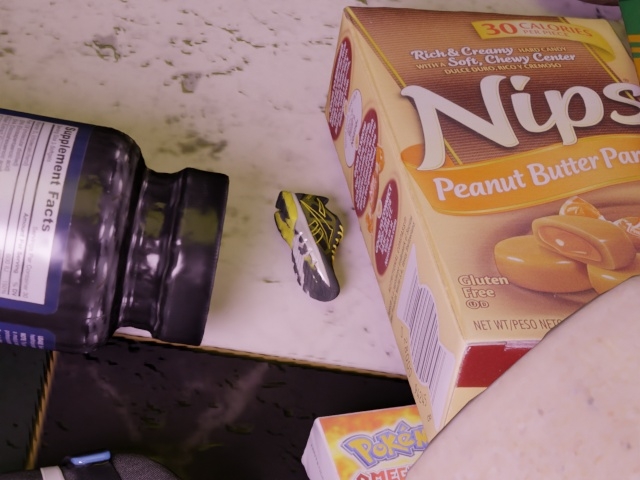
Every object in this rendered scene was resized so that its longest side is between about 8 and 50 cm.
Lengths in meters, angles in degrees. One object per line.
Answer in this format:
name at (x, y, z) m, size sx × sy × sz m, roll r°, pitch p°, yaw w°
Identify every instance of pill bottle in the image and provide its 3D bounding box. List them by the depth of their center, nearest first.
pill bottle at (-0.163, -0.007, 0.768) m, size 0.219 × 0.123 × 0.123 m, roll 10°, pitch 48°, yaw -6°

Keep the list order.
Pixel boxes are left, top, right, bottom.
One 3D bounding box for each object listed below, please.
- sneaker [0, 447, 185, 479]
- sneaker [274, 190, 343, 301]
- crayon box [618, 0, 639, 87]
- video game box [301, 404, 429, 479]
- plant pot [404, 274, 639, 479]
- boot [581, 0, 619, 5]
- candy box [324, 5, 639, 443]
sneaker at (-0.075, 0.177, 0.654) m, size 0.121 × 0.079 × 0.217 m, roll -19°, pitch 55°, yaw -26°
sneaker at (0.000, 0.000, 0.863) m, size 0.035 × 0.031 × 0.083 m, roll -7°, pitch 51°, yaw -20°
crayon box at (0.294, -0.082, 0.886) m, size 0.202 × 0.081 × 0.318 m, roll 28°, pitch 30°, yaw -13°
video game box at (0.114, 0.162, 0.739) m, size 0.205 × 0.048 × 0.187 m, roll -6°, pitch 48°, yaw -19°
plant pot at (0.189, 0.177, 0.544) m, size 0.334 × 0.334 × 0.305 m, roll -22°, pitch 59°, yaw -30°
boot at (0.287, -0.265, 1.117) m, size 0.305 × 0.115 × 0.112 m, roll -22°, pitch 60°, yaw -28°
candy box at (0.122, -0.018, 0.839) m, size 0.183 × 0.087 × 0.316 m, roll 1°, pitch 39°, yaw -14°
